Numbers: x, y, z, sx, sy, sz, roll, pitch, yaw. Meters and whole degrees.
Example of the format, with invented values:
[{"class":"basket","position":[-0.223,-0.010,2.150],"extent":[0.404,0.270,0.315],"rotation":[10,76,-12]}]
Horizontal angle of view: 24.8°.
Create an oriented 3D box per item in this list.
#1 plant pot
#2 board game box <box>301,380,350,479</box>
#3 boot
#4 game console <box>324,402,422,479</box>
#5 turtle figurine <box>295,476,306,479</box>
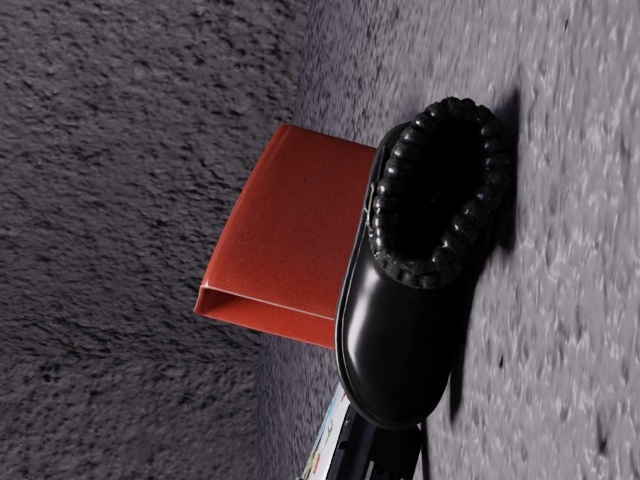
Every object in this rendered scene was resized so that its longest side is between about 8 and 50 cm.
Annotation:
[{"class":"plant pot","position":[0.000,0.000,1.875],"extent":[0.267,0.267,0.235],"rotation":[124,161,-77]},{"class":"board game box","position":[0.018,0.308,1.959],"extent":[0.193,0.053,0.305],"rotation":[159,133,-83]},{"class":"boot","position":[0.095,0.033,1.451],"extent":[0.260,0.131,0.348],"rotation":[-153,67,-83]},{"class":"game console","position":[0.047,0.342,1.622],"extent":[0.044,0.213,0.361],"rotation":[-29,32,44]},{"class":"turtle figurine","position":[-0.001,0.375,1.772],"extent":[0.234,0.118,0.175],"rotation":[-7,84,45]}]
